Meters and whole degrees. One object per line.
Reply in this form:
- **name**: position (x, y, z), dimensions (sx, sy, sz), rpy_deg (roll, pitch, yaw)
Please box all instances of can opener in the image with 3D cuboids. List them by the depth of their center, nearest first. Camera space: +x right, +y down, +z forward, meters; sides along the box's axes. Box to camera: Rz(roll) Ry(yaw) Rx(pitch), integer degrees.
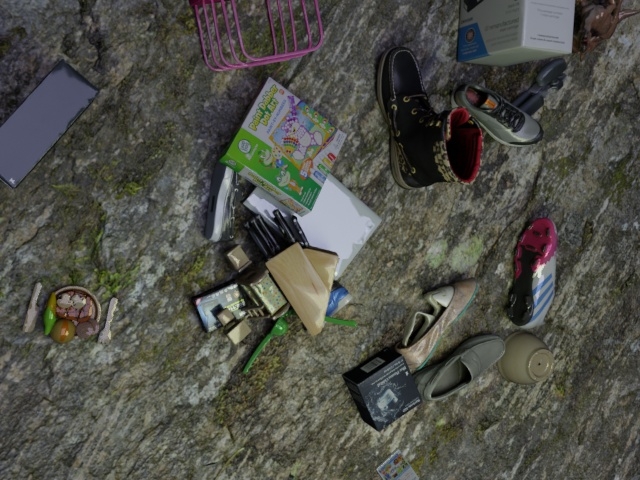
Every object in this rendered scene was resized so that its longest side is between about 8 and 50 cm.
- **can opener**: position (0.592, -0.410, 2.014), dimensions (0.280, 0.074, 0.093), rpy_deg (-45, 127, -11)

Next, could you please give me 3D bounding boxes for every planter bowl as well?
- **planter bowl**: position (0.620, 0.356, 2.092), dimensions (0.162, 0.109, 0.162), rpy_deg (-2, 96, -23)

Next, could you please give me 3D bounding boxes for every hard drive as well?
- **hard drive**: position (-0.018, -0.073, 1.781), dimensions (0.307, 0.040, 0.203), rpy_deg (40, 79, -14)

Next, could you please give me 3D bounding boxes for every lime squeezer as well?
- **lime squeezer**: position (-0.072, 0.227, 1.789), dimensions (0.310, 0.059, 0.110), rpy_deg (-24, 98, 1)

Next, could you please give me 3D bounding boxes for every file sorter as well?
- **file sorter**: position (-0.143, -0.483, 1.569), dimensions (0.202, 0.290, 0.182), rpy_deg (-16, 105, -21)

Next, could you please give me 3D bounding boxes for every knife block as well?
- **knife block**: position (-0.086, 0.069, 1.701), dimensions (0.242, 0.088, 0.276), rpy_deg (13, 95, -3)

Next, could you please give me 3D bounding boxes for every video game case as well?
- **video game case**: position (0.218, 0.661, 2.002), dimensions (0.087, 0.011, 0.122), rpy_deg (-38, 109, -15)

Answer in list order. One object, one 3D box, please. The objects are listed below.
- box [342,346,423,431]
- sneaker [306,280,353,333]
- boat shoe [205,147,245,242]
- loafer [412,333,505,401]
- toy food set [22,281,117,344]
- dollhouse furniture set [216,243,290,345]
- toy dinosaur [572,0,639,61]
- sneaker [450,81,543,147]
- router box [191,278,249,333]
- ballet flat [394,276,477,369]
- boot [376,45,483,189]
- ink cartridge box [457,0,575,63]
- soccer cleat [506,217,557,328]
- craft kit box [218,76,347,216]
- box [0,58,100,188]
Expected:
- **box**: position (0.169, 0.400, 1.908), dimensions (0.156, 0.093, 0.158), rpy_deg (-30, 108, -18)
- **sneaker**: position (0.002, 0.167, 1.832), dimensions (0.152, 0.058, 0.084), rpy_deg (-43, 85, 9)
- **boat shoe**: position (-0.218, -0.105, 1.693), dimensions (0.076, 0.080, 0.228), rpy_deg (7, 94, -30)
- **loafer**: position (0.404, 0.365, 1.996), dimensions (0.319, 0.111, 0.112), rpy_deg (-28, 106, -19)
- **toy food set**: position (-0.558, 0.169, 1.592), dimensions (0.192, 0.038, 0.132), rpy_deg (13, 90, -24)
- **dollhouse furniture set**: position (-0.190, 0.130, 1.668), dimensions (0.161, 0.101, 0.182), rpy_deg (-42, 112, -22)
- **toy dinosaur**: position (0.811, -0.627, 2.068), dimensions (0.295, 0.127, 0.200), rpy_deg (-11, 108, -35)
- **sneaker**: position (0.478, -0.338, 1.907), dimensions (0.271, 0.108, 0.100), rpy_deg (29, 86, 1)
- **router box**: position (-0.244, 0.160, 1.729), dimensions (0.122, 0.038, 0.092), rpy_deg (-24, 105, -20)
- **ballet flat**: position (0.314, 0.207, 1.948), dimensions (0.106, 0.107, 0.316), rpy_deg (39, 78, -15)
- **boot**: position (0.271, -0.308, 1.769), dimensions (0.138, 0.284, 0.377), rpy_deg (-10, 101, -23)
- **ink cartridge box**: position (0.507, -0.672, 1.834), dimensions (0.166, 0.285, 0.395), rpy_deg (0, 95, -23)
- **soccer cleat**: position (0.639, 0.099, 2.084), dimensions (0.143, 0.116, 0.331), rpy_deg (12, 93, -40)
- **craft kit box**: position (-0.084, -0.225, 1.697), dimensions (0.246, 0.061, 0.250), rpy_deg (32, 62, -16)
- **box**: position (-0.584, -0.234, 1.458), dimensions (0.103, 0.184, 0.261), rpy_deg (42, 78, -22)
